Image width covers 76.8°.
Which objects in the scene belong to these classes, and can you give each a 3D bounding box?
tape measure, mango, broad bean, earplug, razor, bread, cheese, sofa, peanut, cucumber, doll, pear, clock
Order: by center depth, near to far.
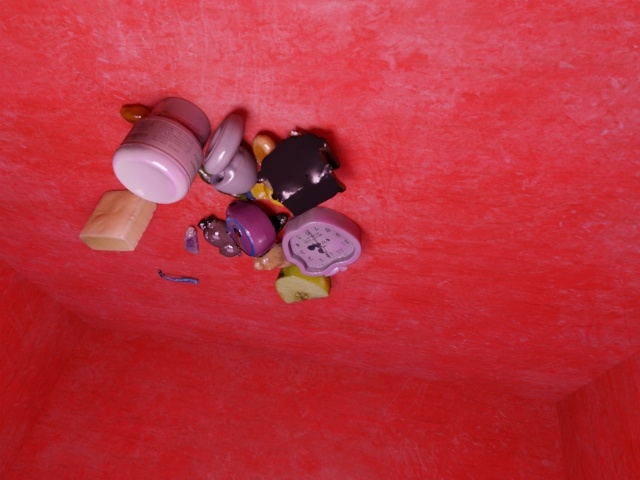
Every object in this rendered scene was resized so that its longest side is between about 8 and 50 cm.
[{"bbox_3d":[-0.061,-0.227,1.376,0.258,0.182,0.200,-27,156,11],"label":"sofa"},{"bbox_3d":[-0.305,-0.283,1.383,0.175,0.214,0.325,13,155,1],"label":"earplug"},{"bbox_3d":[-0.642,-0.434,1.403,0.114,0.060,0.080,11,161,0],"label":"mango"},{"bbox_3d":[-0.179,-0.298,1.421,0.114,0.077,0.189,22,150,26],"label":"bread"},{"bbox_3d":[-0.184,-0.192,1.592,0.270,0.069,0.177,2,144,21],"label":"cheese"},{"bbox_3d":[-0.407,-0.226,1.642,0.297,0.043,0.060,32,126,-27],"label":"broad bean"},{"bbox_3d":[-0.300,-0.054,1.714,0.245,0.149,0.231,38,148,26],"label":"tape measure"},{"bbox_3d":[0.007,0.014,1.739,0.338,0.102,0.338,3,134,3],"label":"clock"},{"bbox_3d":[-0.898,-0.092,1.803,0.242,0.265,0.124,-1,144,19],"label":"cheese"},{"bbox_3d":[-0.225,-0.044,1.818,0.081,0.072,0.303,59,140,13],"label":"cucumber"},{"bbox_3d":[-0.201,0.074,1.853,0.122,0.253,0.137,42,118,25],"label":"peanut"},{"bbox_3d":[-0.460,-0.011,1.906,0.182,0.117,0.257,-13,137,38],"label":"doll"},{"bbox_3d":[-0.106,0.183,2.035,0.292,0.159,0.292,7,143,5],"label":"pear"},{"bbox_3d":[-0.870,0.235,2.471,0.253,0.042,0.082,9,145,4],"label":"razor"}]

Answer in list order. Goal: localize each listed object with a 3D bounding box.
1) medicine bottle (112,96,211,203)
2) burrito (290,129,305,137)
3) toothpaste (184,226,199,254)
[{"bbox_3d":[-0.507,-0.301,1.335,0.241,0.302,0.241,9,145,7],"label":"medicine bottle"},{"bbox_3d":[-0.078,-0.320,1.396,0.051,0.042,0.171,2,148,-2],"label":"burrito"},{"bbox_3d":[-0.660,0.007,2.064,0.075,0.048,0.301,-7,159,-20],"label":"toothpaste"}]
